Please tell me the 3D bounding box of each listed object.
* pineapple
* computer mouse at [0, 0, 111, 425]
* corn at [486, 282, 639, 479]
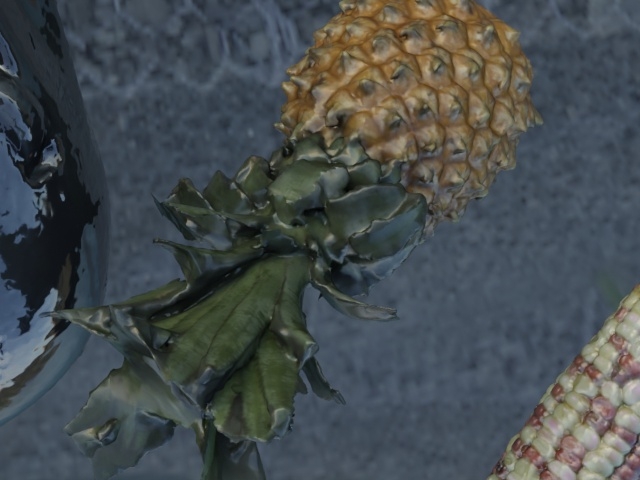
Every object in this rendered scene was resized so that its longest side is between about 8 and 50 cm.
[{"bbox_3d":[0.000,0.000,0.836,0.130,0.277,0.119,48,138,-9],"label":"pineapple"},{"bbox_3d":[-0.132,-0.006,0.820,0.088,0.147,0.264,16,144,19],"label":"computer mouse"},{"bbox_3d":[0.126,0.115,0.987,0.079,0.079,0.237,25,102,-31],"label":"corn"}]
